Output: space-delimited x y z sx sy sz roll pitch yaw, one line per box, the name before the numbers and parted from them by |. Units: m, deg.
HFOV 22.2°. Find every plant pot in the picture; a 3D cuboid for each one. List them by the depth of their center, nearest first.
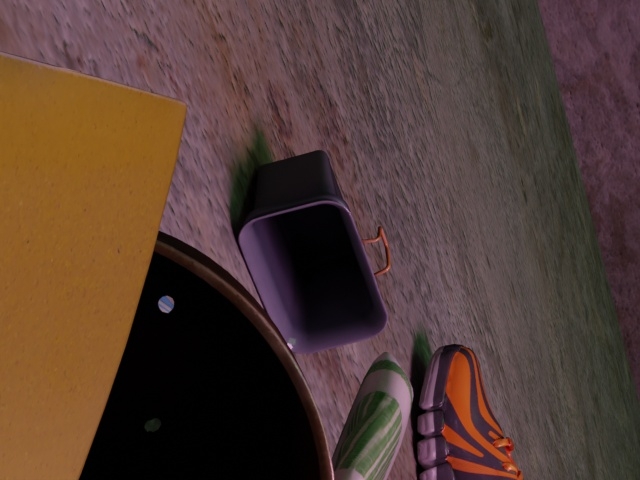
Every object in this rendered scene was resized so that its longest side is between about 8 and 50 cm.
plant pot | -0.179 0.037 0.449 0.212 0.212 0.187 4 92 -73
plant pot | -0.100 0.079 0.705 0.230 0.215 0.215 -84 164 -81

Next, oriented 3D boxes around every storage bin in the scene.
storage bin | 0.000 0.000 1.222 0.091 0.098 0.135 -94 166 -51

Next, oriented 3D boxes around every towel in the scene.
towel | -0.039 0.222 0.819 0.325 0.038 0.248 -51 164 -58

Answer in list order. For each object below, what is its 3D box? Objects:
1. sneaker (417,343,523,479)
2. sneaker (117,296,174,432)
sneaker | 0.195 0.253 1.568 0.124 0.180 0.321 30 54 -69
sneaker | -0.081 0.118 0.908 0.086 0.085 0.237 -87 165 -58
